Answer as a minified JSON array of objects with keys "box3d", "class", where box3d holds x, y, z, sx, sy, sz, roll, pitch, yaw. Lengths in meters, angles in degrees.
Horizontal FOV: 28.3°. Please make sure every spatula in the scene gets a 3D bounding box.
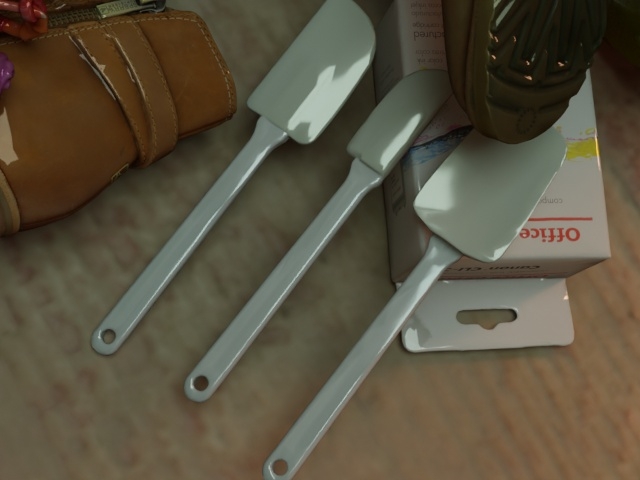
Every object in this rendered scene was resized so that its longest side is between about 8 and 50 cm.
[{"box3d":[0.000,0.000,0.681,0.168,0.019,0.242,36,86,13],"class":"spatula"}]

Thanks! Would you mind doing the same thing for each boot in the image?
[{"box3d":[-0.191,-0.138,0.675,0.220,0.109,0.283,-26,73,-25],"class":"boot"},{"box3d":[0.033,-0.192,0.678,0.089,0.269,0.236,-4,108,-41],"class":"boot"}]

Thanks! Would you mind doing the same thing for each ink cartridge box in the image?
[{"box3d":[0.099,-0.039,0.735,0.115,0.067,0.198,-2,78,-13],"class":"ink cartridge box"}]

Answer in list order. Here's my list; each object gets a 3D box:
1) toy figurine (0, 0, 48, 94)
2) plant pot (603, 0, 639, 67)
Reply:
[{"box3d":[-0.176,-0.118,0.582,0.173,0.130,0.159,22,74,-40],"class":"toy figurine"},{"box3d":[0.295,-0.273,0.712,0.353,0.366,0.366,-32,86,-7],"class":"plant pot"}]
